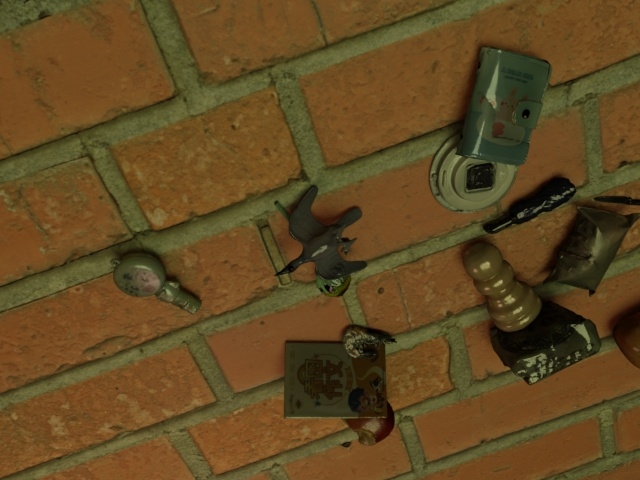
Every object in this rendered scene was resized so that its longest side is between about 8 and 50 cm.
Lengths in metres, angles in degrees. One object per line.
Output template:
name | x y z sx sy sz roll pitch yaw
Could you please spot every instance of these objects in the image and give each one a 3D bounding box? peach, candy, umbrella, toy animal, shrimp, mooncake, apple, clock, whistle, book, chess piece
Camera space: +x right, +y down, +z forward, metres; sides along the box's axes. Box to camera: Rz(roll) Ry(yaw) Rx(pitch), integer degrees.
peach | 0.998 0.291 1.759 0.235 0.214 0.214 9 118 5
candy | -0.028 0.024 1.502 0.091 0.083 0.305 -37 111 5
umbrella | 0.545 -0.081 1.546 0.248 0.071 0.071 -34 119 14
toy animal | 0.000 0.000 1.439 0.176 0.255 0.239 -14 111 46
shrimp | 0.136 0.292 1.682 0.160 0.034 0.091 8 93 -14
mooncake | 0.611 0.269 1.644 0.254 0.250 0.136 -25 101 0
apple | 0.133 0.509 1.744 0.147 0.156 0.158 -38 104 2
clock | 0.390 -0.164 1.474 0.236 0.053 0.237 -4 118 -7
whistle | -0.410 0.108 1.479 0.126 0.067 0.258 -38 123 26
book | 0.044 0.393 1.665 0.295 0.020 0.208 2 77 -11
chess piece | 0.481 0.111 1.608 0.142 0.143 0.261 -35 111 10

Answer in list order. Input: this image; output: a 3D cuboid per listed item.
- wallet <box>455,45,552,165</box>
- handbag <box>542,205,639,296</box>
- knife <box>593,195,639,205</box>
wallet | 0.422 -0.306 1.368 0.176 0.075 0.251 8 104 -14
handbag | 0.726 0.026 1.605 0.182 0.117 0.271 14 117 -8
knife | 0.818 -0.108 1.603 0.170 0.010 0.023 3 118 -10
